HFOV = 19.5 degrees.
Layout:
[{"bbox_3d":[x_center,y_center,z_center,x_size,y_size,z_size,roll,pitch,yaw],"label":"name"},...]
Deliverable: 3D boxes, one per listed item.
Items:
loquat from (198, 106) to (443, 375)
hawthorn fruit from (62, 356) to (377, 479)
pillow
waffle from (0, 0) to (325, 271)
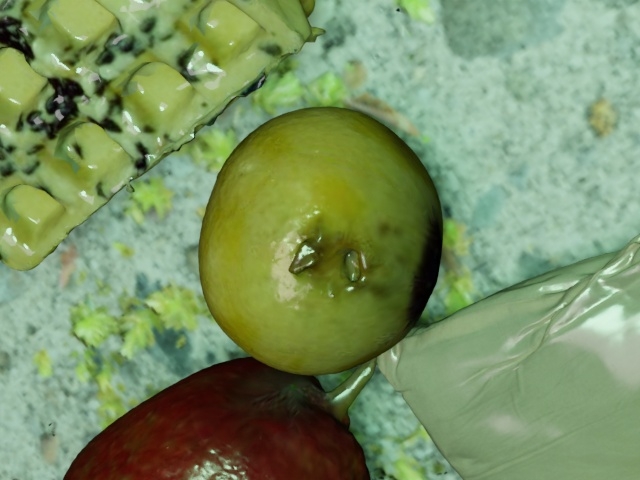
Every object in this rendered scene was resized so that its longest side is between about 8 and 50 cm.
[{"bbox_3d":[0.000,0.000,1.042,0.137,0.163,0.163,-2,110,-4],"label":"loquat"},{"bbox_3d":[-0.046,0.163,1.102,0.251,0.189,0.189,-43,92,20],"label":"hawthorn fruit"},{"bbox_3d":[0.178,0.065,1.049,0.270,0.067,0.173,-32,101,25],"label":"pillow"},{"bbox_3d":[-0.212,-0.179,1.018,0.261,0.114,0.376,-37,110,23],"label":"waffle"}]
